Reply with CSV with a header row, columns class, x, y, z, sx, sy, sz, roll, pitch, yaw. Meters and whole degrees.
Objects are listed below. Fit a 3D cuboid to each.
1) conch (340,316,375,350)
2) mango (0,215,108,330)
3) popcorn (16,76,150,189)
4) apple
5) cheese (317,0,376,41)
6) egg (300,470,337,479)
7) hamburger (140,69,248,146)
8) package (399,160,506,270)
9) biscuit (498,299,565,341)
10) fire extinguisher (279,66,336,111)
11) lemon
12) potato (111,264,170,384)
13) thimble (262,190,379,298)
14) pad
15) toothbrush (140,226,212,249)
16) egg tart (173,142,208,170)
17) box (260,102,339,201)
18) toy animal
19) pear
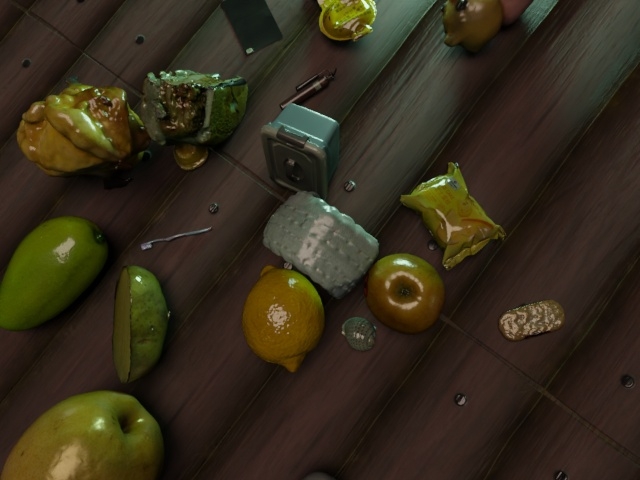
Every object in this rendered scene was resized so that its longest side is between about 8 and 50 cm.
class,x,y,z,sx,sy,sz,roll,pitch,yaw
conch,0.088,0.211,1.087,0.085,0.057,0.076,25,71,11
mango,-0.674,0.084,1.164,0.192,0.156,0.343,42,89,14
popcorn,-0.554,-0.266,1.145,0.315,0.297,0.281,-20,92,36
apple,0.183,0.114,1.039,0.182,0.155,0.183,-1,77,6
cheese,0.053,-0.610,1.244,0.156,0.064,0.250,-31,67,0
egg,-0.005,0.587,0.979,0.146,0.146,0.199,3,73,9
hamburger,-0.308,-0.321,1.166,0.167,0.288,0.192,24,116,8
package,0.302,-0.058,1.088,0.168,0.090,0.226,-31,74,-1
biscuit,0.472,0.179,1.057,0.147,0.018,0.071,-18,75,6
fire extinguisher,-0.033,-0.395,1.233,0.173,0.035,0.049,-33,38,1
lemon,-0.083,0.168,1.050,0.186,0.187,0.244,-14,74,5
potato,-0.422,0.195,1.129,0.111,0.160,0.272,2,79,-35
thimble,0.000,0.000,1.060,0.250,0.205,0.172,37,87,12
pad,-0.191,-0.611,1.309,0.116,0.004,0.193,-25,76,2
toothbrush,-0.369,-0.007,1.212,0.193,0.013,0.019,-15,84,5
egg tart,-0.344,-0.237,1.240,0.105,0.039,0.105,-2,79,10
box,-0.041,-0.198,1.103,0.162,0.227,0.130,25,67,12
toy animal,0.402,-0.576,1.146,0.281,0.195,0.169,-39,116,-5
pear,-0.491,0.478,0.995,0.314,0.314,0.314,-1,79,8
